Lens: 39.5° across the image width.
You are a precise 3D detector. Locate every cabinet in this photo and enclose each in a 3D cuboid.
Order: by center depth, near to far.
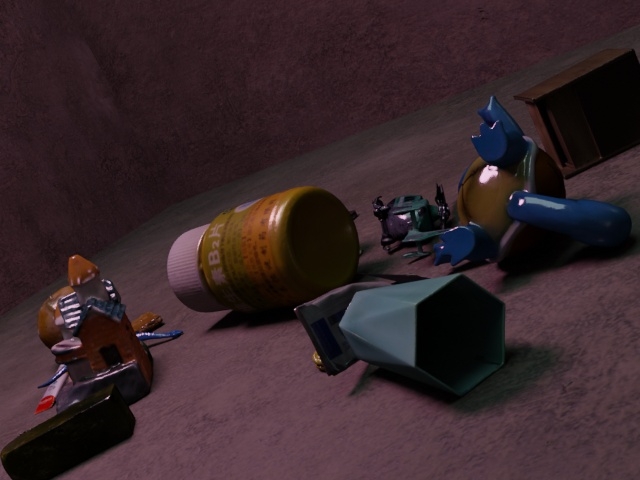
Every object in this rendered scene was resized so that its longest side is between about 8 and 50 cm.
[{"bbox_3d":[0.524,-0.253,1.760,0.215,0.175,0.148,-27,12,1],"label":"cabinet"}]

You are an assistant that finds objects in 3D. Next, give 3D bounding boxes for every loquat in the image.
[{"bbox_3d":[-0.617,0.201,2.233,0.179,0.179,0.227,-29,-5,-10],"label":"loquat"}]

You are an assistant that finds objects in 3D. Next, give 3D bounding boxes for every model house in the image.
[{"bbox_3d":[-0.468,0.181,1.767,0.190,0.301,0.271,-20,12,-5],"label":"model house"}]

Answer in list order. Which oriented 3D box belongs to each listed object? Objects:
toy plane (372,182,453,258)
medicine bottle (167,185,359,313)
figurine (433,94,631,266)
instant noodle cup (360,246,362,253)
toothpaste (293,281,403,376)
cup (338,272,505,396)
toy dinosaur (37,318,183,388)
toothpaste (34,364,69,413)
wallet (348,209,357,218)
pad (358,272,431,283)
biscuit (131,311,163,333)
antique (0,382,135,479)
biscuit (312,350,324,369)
[{"bbox_3d":[0.187,-0.040,1.774,0.155,0.106,0.382,-12,9,9],"label":"toy plane"},{"bbox_3d":[-0.126,0.033,1.801,0.384,0.224,0.224,-14,18,45],"label":"medicine bottle"},{"bbox_3d":[0.300,-0.078,1.420,0.243,0.298,0.416,6,9,-13],"label":"figurine"},{"bbox_3d":[0.000,0.000,1.919,0.151,0.122,0.151,-24,15,7],"label":"instant noodle cup"},{"bbox_3d":[0.064,0.116,1.360,0.282,0.099,0.068,-22,-38,-54],"label":"toothpaste"},{"bbox_3d":[0.128,0.118,1.183,0.134,0.148,0.235,-58,18,-14],"label":"cup"},{"bbox_3d":[-0.474,0.247,1.999,0.329,0.076,0.144,-19,17,-14],"label":"toy dinosaur"},{"bbox_3d":[-0.593,0.325,2.004,0.048,0.031,0.190,-23,21,13],"label":"toothpaste"},{"bbox_3d":[0.024,-0.044,2.292,0.156,0.018,0.082,-14,18,45],"label":"wallet"},{"bbox_3d":[0.151,0.064,1.483,0.116,0.004,0.193,3,3,-20],"label":"pad"},{"bbox_3d":[-0.493,0.244,2.151,0.231,0.025,0.131,-33,13,-21],"label":"biscuit"},{"bbox_3d":[-0.435,0.339,1.525,0.221,0.080,0.081,-29,11,-3],"label":"antique"},{"bbox_3d":[0.028,0.173,1.383,0.084,0.023,0.084,-24,14,6],"label":"biscuit"}]
